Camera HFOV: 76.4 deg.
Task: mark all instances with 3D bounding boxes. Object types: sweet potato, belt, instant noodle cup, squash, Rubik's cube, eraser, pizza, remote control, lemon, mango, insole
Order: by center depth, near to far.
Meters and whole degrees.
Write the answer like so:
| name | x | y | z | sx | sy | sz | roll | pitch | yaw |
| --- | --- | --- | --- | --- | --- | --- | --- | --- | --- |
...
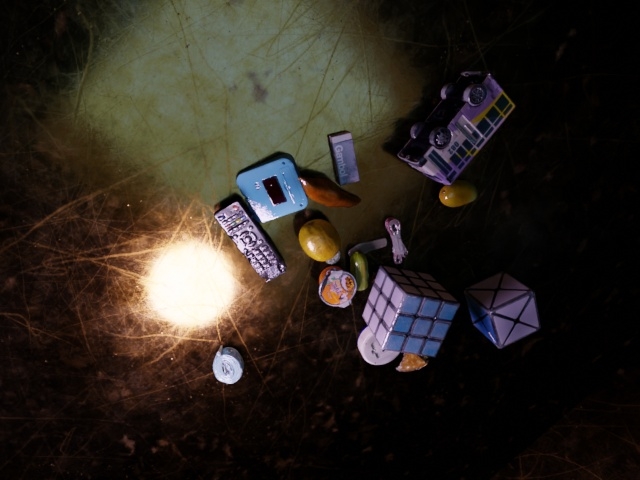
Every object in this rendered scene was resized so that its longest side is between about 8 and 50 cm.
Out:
| name | x | y | z | sx | sy | sz | roll | pitch | yaw |
| --- | --- | --- | --- | --- | --- | --- | --- | --- | --- |
| sweet potato | 0.027 | -0.201 | 1.701 | 0.359 | 0.112 | 0.112 | 19 | 108 | -47 |
| eraser | 0.101 | -0.342 | 1.708 | 0.091 | 0.046 | 0.213 | -17 | 115 | -7 |
| remote control | -0.287 | 0.001 | 1.739 | 0.144 | 0.062 | 0.399 | -29 | 117 | 6 |
| lemon | 0.000 | 0.000 | 1.760 | 0.170 | 0.170 | 0.207 | -38 | 119 | 3 |
| mango | 0.637 | -0.214 | 1.870 | 0.194 | 0.092 | 0.130 | 5 | 109 | -21 |
| instant noodle cup | 0.065 | 0.195 | 1.876 | 0.177 | 0.125 | 0.208 | -12 | 114 | -10 |
| squash | 0.181 | 0.133 | 1.893 | 0.095 | 0.095 | 0.188 | -6 | 117 | -12 |
| belt | 0.359 | -0.001 | 1.910 | 0.071 | 0.053 | 0.232 | -19 | 114 | -7 |
| insole | 0.221 | 0.031 | 1.911 | 0.191 | 0.010 | 0.063 | -18 | 114 | -5 |
| Rubik's cube | 0.411 | 0.330 | 1.922 | 0.300 | 0.304 | 0.306 | 11 | 107 | -18 |
| belt | -0.437 | 0.593 | 1.938 | 0.147 | 0.082 | 0.163 | 19 | 110 | -9 |
| Rubik's cube | 0.931 | 0.348 | 2.083 | 0.254 | 0.259 | 0.260 | -26 | 117 | -4 |
| pizza | 0.488 | 0.626 | 2.199 | 0.184 | 0.052 | 0.195 | -15 | 119 | 0 |

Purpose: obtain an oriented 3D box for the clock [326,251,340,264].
| name | x | y | z | sx | sy | sz | roll | pitch | yaw |
| --- | --- | --- | --- | --- | --- | --- | --- | --- | --- |
| clock | 0.056 | 0.072 | 1.887 | 0.074 | 0.010 | 0.083 | 10 | 108 | -17 |

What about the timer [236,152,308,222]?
| name | x | y | z | sx | sy | sz | roll | pitch | yaw |
| --- | --- | --- | --- | --- | --- | --- | --- | --- | --- |
| timer | -0.196 | -0.215 | 1.687 | 0.249 | 0.091 | 0.232 | -19 | 116 | 7 |

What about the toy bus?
| name | x | y | z | sx | sy | sz | roll | pitch | yaw |
| --- | --- | --- | --- | --- | --- | --- | --- | --- | --- |
| toy bus | 0.557 | -0.451 | 1.690 | 0.249 | 0.209 | 0.440 | 35 | 98 | -25 |

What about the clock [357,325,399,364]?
| name | x | y | z | sx | sy | sz | roll | pitch | yaw |
| --- | --- | --- | --- | --- | --- | --- | --- | --- | --- |
| clock | 0.309 | 0.530 | 2.100 | 0.230 | 0.083 | 0.231 | -4 | 112 | -10 |
